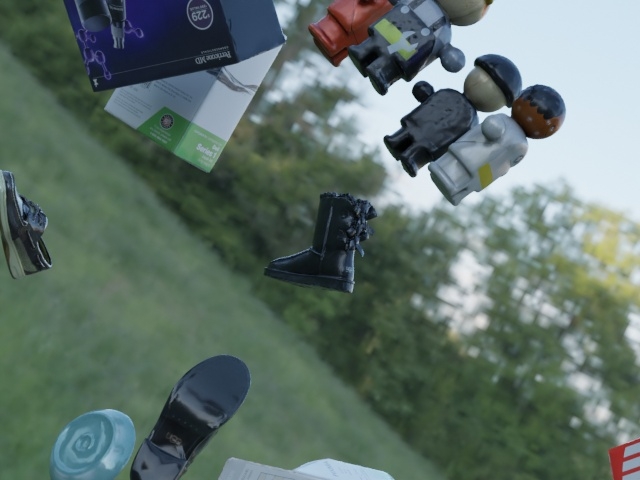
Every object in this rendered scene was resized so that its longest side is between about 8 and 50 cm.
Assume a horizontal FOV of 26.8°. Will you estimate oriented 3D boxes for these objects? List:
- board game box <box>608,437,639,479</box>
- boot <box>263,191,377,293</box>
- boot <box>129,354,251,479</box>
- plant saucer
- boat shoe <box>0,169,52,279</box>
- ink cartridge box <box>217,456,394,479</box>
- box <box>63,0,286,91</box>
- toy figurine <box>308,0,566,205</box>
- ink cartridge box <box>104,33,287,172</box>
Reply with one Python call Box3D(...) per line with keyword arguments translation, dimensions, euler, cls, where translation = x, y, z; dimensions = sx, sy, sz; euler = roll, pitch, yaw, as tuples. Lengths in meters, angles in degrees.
Box3D(translation=(0.308, 0.202, 0.998), dimensions=(0.045, 0.147, 0.193), euler=(10, -29, -32), cls="board game box")
Box3D(translation=(-0.001, 0.000, 1.382), dimensions=(0.121, 0.099, 0.045), euler=(6, -9, 42), cls="boot")
Box3D(translation=(-0.208, 0.295, 1.963), dimensions=(0.091, 0.263, 0.229), euler=(38, -21, 5), cls="boot")
Box3D(translation=(-0.280, 0.249, 1.616), dimensions=(0.119, 0.119, 0.021), euler=(24, -24, 42), cls="plant saucer")
Box3D(translation=(-0.306, -0.020, 1.377), dimensions=(0.152, 0.049, 0.056), euler=(95, -19, -54), cls="boat shoe")
Box3D(translation=(-0.044, 0.305, 1.368), dimensions=(0.224, 0.181, 0.056), euler=(20, 12, -30), cls="ink cartridge box")
Box3D(translation=(-0.191, -0.297, 1.652), dimensions=(0.261, 0.103, 0.184), euler=(-5, -70, 40), cls="box")
Box3D(translation=(0.112, -0.156, 1.217), dimensions=(0.213, 0.148, 0.209), euler=(54, -3, -20), cls="toy figurine")
Box3D(translation=(-0.170, -0.229, 1.829), dimensions=(0.160, 0.219, 0.092), euler=(33, 3, 36), cls="ink cartridge box")
